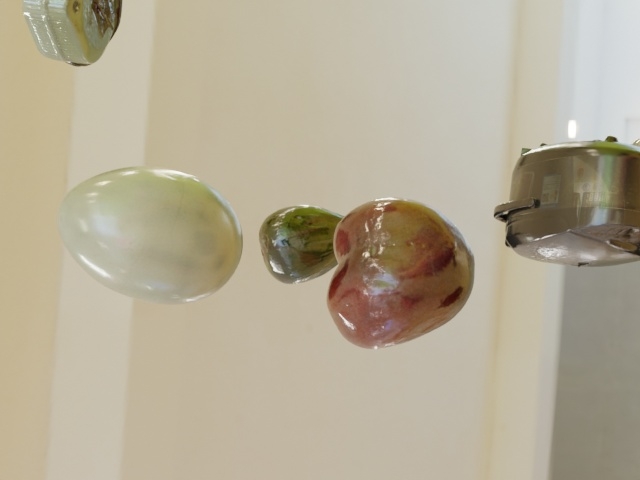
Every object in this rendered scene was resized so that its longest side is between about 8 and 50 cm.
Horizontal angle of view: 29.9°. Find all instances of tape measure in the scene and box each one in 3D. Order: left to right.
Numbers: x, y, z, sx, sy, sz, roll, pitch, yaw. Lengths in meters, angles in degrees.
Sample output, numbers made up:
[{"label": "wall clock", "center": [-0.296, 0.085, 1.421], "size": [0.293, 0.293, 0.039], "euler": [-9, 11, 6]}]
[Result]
[{"label": "tape measure", "center": [-0.380, -0.406, 1.946], "size": [0.207, 0.115, 0.235], "euler": [78, -156, -59]}]

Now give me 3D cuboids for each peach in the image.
[{"label": "peach", "center": [0.080, 0.028, 1.193], "size": [0.152, 0.152, 0.152], "euler": [-11, -77, -62]}]

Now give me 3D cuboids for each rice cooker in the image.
[{"label": "rice cooker", "center": [0.228, -0.032, 1.035], "size": [0.112, 0.165, 0.106], "euler": [15, -95, -32]}]

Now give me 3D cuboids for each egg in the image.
[{"label": "egg", "center": [-0.188, -0.008, 1.334], "size": [0.209, 0.151, 0.151], "euler": [17, -106, -19]}]

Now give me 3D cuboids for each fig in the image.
[{"label": "fig", "center": [0.000, 0.000, 1.730], "size": [0.117, 0.177, 0.117], "euler": [-10, -90, -86]}]

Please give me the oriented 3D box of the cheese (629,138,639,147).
[{"label": "cheese", "center": [0.328, -0.079, 1.127], "size": [0.194, 0.065, 0.043], "euler": [-5, -84, -89]}]
